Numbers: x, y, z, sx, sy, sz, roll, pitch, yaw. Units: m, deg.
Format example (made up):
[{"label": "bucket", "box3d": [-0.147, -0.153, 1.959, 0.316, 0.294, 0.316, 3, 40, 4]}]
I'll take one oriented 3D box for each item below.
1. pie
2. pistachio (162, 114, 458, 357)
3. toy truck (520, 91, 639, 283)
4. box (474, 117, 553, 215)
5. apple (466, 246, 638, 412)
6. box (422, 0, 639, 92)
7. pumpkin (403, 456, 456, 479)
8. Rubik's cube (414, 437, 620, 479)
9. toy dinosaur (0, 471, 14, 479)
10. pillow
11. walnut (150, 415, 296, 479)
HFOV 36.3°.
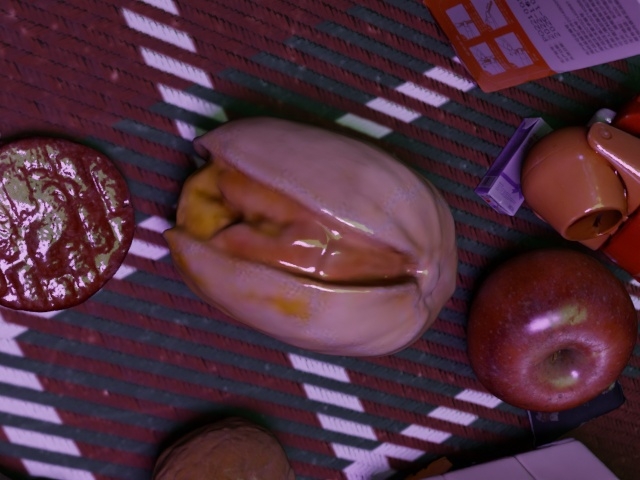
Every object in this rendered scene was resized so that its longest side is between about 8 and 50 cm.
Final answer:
[{"label": "pie", "box3d": [-0.273, -0.016, 0.966, 0.182, 0.049, 0.183, -3, 98, -25]}, {"label": "pistachio", "box3d": [0.000, 0.000, 0.995, 0.308, 0.230, 0.230, 18, 89, -7]}, {"label": "toy truck", "box3d": [0.365, -0.087, 1.145, 0.239, 0.189, 0.265, 28, 54, 0]}, {"label": "box", "box3d": [0.240, -0.090, 1.181, 0.050, 0.036, 0.117, 41, 79, -22]}, {"label": "apple", "box3d": [0.266, 0.100, 1.148, 0.201, 0.162, 0.201, -3, 121, -6]}, {"label": "box", "box3d": [0.284, -0.289, 1.010, 0.225, 0.341, 0.143, -41, 102, -14]}, {"label": "pumpkin", "box3d": [0.143, 0.315, 1.183, 0.074, 0.054, 0.083, -32, 112, -11]}, {"label": "Rubik's cube", "box3d": [0.231, 0.438, 1.074, 0.291, 0.292, 0.291, -10, 117, -20]}, {"label": "toy dinosaur", "box3d": [-0.336, 0.295, 0.960, 0.178, 0.087, 0.187, 1, 95, -24]}, {"label": "pillow", "box3d": [0.323, 0.198, 1.247, 0.150, 0.048, 0.090, -24, 97, -14]}, {"label": "walnut", "box3d": [-0.102, 0.266, 1.026, 0.166, 0.149, 0.167, -27, 132, -35]}]
